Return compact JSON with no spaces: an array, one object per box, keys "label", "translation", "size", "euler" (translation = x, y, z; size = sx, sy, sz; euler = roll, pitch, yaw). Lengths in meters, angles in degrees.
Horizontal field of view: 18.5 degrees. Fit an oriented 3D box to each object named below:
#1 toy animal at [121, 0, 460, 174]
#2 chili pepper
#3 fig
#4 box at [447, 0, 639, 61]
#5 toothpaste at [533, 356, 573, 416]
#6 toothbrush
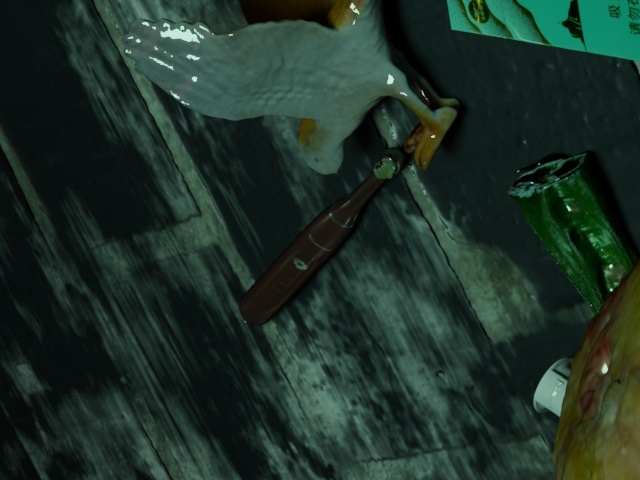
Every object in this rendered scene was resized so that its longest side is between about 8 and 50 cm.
[{"label":"toy animal","translation":[0.029,-0.210,1.736],"size":[0.302,0.225,0.284],"euler":[45,124,-5]},{"label":"chili pepper","translation":[0.243,0.034,1.695],"size":[0.088,0.059,0.227],"euler":[-7,115,56]},{"label":"fig","translation":[0.369,0.172,1.550],"size":[0.368,0.286,0.286],"euler":[28,146,-14]},{"label":"box","translation":[0.187,-0.231,1.561],"size":[0.226,0.042,0.161],"euler":[16,127,42]},{"label":"toothpaste","translation":[0.327,0.204,1.703],"size":[0.323,0.100,0.066],"euler":[33,107,34]},{"label":"toothbrush","translation":[0.001,-0.001,1.960],"size":[0.041,0.041,0.364],"euler":[52,144,6]}]
